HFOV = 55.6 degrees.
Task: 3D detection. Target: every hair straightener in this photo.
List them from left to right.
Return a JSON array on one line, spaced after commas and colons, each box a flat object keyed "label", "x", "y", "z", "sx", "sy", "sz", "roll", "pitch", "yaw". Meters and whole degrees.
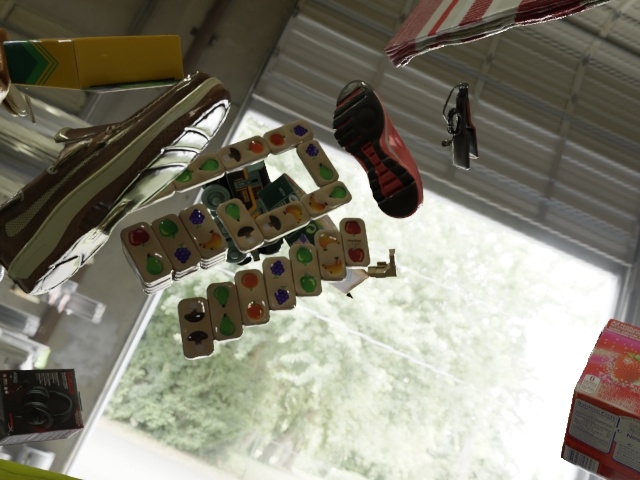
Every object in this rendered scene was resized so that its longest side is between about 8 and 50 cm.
[{"label": "hair straightener", "x": 0.288, "y": -0.226, "z": 1.247, "sx": 0.047, "sy": 0.089, "sz": 0.230, "roll": 26, "pitch": -26, "yaw": 27}]

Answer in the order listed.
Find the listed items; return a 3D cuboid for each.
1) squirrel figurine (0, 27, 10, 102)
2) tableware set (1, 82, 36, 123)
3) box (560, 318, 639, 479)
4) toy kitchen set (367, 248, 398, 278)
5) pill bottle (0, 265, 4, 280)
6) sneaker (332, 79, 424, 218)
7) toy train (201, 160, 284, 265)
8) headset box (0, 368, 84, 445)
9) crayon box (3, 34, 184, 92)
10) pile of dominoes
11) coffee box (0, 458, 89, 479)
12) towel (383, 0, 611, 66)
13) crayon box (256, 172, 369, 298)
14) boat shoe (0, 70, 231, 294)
[{"label": "squirrel figurine", "x": -0.758, "y": -0.273, "z": 1.052, "sx": 0.280, "sy": 0.397, "sz": 0.370, "roll": -7, "pitch": -10, "yaw": -1}, {"label": "tableware set", "x": -0.696, "y": -0.351, "z": 1.334, "sx": 0.039, "sy": 0.194, "sz": 0.128, "roll": -24, "pitch": -23, "yaw": 1}, {"label": "box", "x": 0.393, "y": 0.201, "z": 0.610, "sx": 0.256, "sy": 0.122, "sz": 0.128, "roll": 20, "pitch": -44, "yaw": 33}, {"label": "toy kitchen set", "x": 0.169, "y": 0.054, "z": 1.675, "sx": 0.083, "sy": 0.068, "sz": 0.075, "roll": -3, "pitch": -57, "yaw": 13}, {"label": "pill bottle", "x": -0.803, "y": 0.048, "z": 1.436, "sx": 0.103, "sy": 0.184, "sz": 0.103, "roll": -11, "pitch": -40, "yaw": -9}, {"label": "sneaker", "x": 0.126, "y": -0.184, "z": 1.275, "sx": 0.115, "sy": 0.314, "sz": 0.136, "roll": -27, "pitch": -10, "yaw": 22}, {"label": "toy train", "x": -0.210, "y": -0.080, "z": 1.667, "sx": 0.190, "sy": 0.142, "sz": 0.334, "roll": -15, "pitch": -57, "yaw": -2}, {"label": "headset box", "x": -0.266, "y": 0.156, "z": 0.575, "sx": 0.032, "sy": 0.062, "sz": 0.083, "roll": -35, "pitch": -29, "yaw": 29}, {"label": "crayon box", "x": -0.392, "y": -0.320, "z": 1.081, "sx": 0.322, "sy": 0.083, "sz": 0.203, "roll": 16, "pitch": 26, "yaw": 39}, {"label": "pile of dominoes", "x": -0.069, "y": -0.019, "z": 0.618, "sx": 0.196, "sy": 0.251, "sz": 0.040, "roll": 58, "pitch": -25, "yaw": 14}, {"label": "coffee box", "x": -0.639, "y": 0.658, "z": 1.195, "sx": 0.338, "sy": 0.338, "sz": 0.334, "roll": 15, "pitch": -43, "yaw": -2}, {"label": "towel", "x": 0.269, "y": -0.353, "z": 0.844, "sx": 0.328, "sy": 0.237, "sz": 0.037, "roll": -3, "pitch": -47, "yaw": 43}, {"label": "crayon box", "x": 0.000, "y": 0.000, "z": 1.360, "sx": 0.202, "sy": 0.081, "sz": 0.318, "roll": 57, "pitch": 7, "yaw": 27}, {"label": "boat shoe", "x": -0.198, "y": -0.072, "z": 0.546, "sx": 0.095, "sy": 0.257, "sz": 0.095, "roll": 45, "pitch": -7, "yaw": 4}]
